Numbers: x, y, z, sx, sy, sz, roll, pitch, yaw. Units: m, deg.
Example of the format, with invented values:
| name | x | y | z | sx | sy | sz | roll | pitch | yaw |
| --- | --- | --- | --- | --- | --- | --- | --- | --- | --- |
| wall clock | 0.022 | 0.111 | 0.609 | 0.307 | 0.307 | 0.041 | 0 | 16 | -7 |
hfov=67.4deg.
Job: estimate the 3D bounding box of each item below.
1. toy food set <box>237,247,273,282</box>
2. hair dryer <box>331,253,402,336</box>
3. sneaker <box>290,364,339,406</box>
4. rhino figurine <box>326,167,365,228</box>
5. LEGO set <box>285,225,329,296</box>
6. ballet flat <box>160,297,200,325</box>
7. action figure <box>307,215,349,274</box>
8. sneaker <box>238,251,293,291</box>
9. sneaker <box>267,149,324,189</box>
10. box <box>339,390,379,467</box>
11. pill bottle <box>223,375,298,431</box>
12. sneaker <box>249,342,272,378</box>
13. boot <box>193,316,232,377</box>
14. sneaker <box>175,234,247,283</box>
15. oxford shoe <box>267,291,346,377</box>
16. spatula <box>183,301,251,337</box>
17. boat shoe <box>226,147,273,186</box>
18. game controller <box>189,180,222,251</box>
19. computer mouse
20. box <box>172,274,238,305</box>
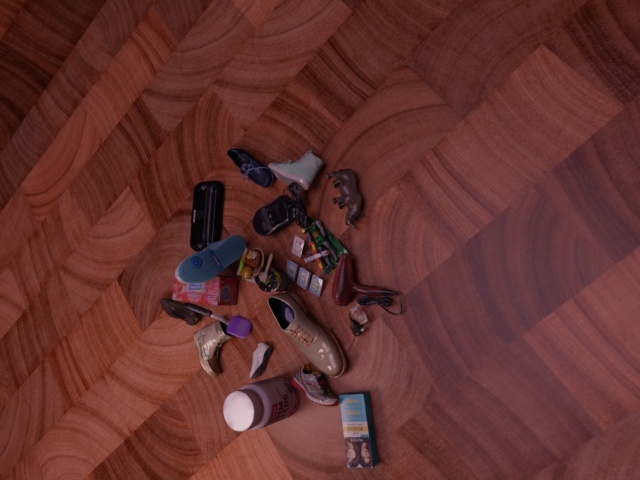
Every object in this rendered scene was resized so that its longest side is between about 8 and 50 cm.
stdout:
| name | x | y | z | sx | sy | sz | roll | pitch | yaw |
| --- | --- | --- | --- | --- | --- | --- | --- | --- | --- |
| toy food set | -0.266 | 0.089 | 1.860 | 0.192 | 0.038 | 0.133 | 8 | 79 | 46 |
| hair dryer | 0.147 | 0.178 | 1.741 | 0.223 | 0.080 | 0.294 | -35 | 81 | 14 |
| sneaker | -0.017 | 0.530 | 1.752 | 0.225 | 0.088 | 0.093 | 25 | 89 | 42 |
| rhino figurine | 0.103 | -0.158 | 1.797 | 0.106 | 0.073 | 0.244 | -21 | 76 | 28 |
| LEGO set | -0.058 | 0.077 | 1.817 | 0.182 | 0.060 | 0.245 | 30 | 119 | 30 |
| ballet flat | -0.625 | 0.312 | 2.143 | 0.249 | 0.058 | 0.084 | 16 | 127 | 34 |
| action figure | 0.000 | 0.000 | 1.843 | 0.137 | 0.063 | 0.232 | -41 | 63 | 21 |
| sneaker | -0.225 | 0.136 | 1.920 | 0.300 | 0.121 | 0.111 | 32 | 97 | 47 |
| sneaker | -0.093 | -0.298 | 1.922 | 0.255 | 0.094 | 0.151 | 25 | 73 | 42 |
| box | 0.134 | 0.662 | 1.686 | 0.100 | 0.060 | 0.245 | -13 | 78 | 26 |
| pill bottle | -0.214 | 0.596 | 1.753 | 0.160 | 0.283 | 0.161 | -3 | 83 | 28 |
| sneaker | -0.247 | 0.481 | 1.922 | 0.061 | 0.053 | 0.152 | 26 | 90 | 37 |
| boot | -0.432 | 0.446 | 2.009 | 0.165 | 0.077 | 0.213 | -33 | 69 | 18 |
| sneaker | -0.469 | 0.092 | 1.960 | 0.208 | 0.318 | 0.127 | -16 | 100 | 54 |
| oxford shoe | -0.065 | 0.354 | 1.780 | 0.397 | 0.146 | 0.141 | 44 | 104 | 25 |
| spatula | -0.429 | 0.316 | 1.980 | 0.296 | 0.030 | 0.084 | 23 | 58 | 2 |
| boat shoe | -0.306 | -0.300 | 2.018 | 0.258 | 0.089 | 0.109 | 36 | 112 | 31 |
| game controller | -0.512 | -0.109 | 2.137 | 0.166 | 0.067 | 0.320 | -2 | 82 | 42 |
| computer mouse | -0.156 | -0.099 | 1.919 | 0.272 | 0.072 | 0.189 | -23 | 80 | 33 |
| box | -0.488 | 0.205 | 2.037 | 0.256 | 0.128 | 0.123 | 2 | 85 | 29 |
